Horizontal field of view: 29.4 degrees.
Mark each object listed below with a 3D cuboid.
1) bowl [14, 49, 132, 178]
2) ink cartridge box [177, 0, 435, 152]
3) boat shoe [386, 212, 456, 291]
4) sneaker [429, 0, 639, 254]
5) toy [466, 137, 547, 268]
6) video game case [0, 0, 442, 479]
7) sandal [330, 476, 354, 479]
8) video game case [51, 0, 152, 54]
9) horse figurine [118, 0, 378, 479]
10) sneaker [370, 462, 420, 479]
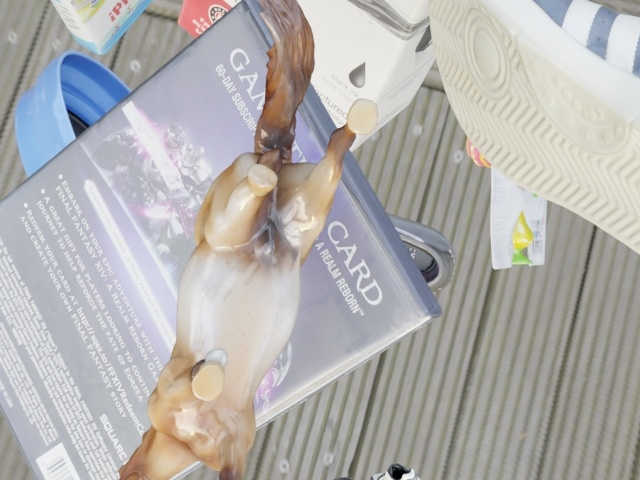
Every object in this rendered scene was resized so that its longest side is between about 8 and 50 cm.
[{"bbox_3d":[-0.215,-0.035,1.423,0.077,0.391,0.391,-30,77,10],"label":"bowl"},{"bbox_3d":[0.019,-0.232,0.968,0.197,0.273,0.114,40,51,9],"label":"ink cartridge box"},{"bbox_3d":[0.000,0.000,1.486,0.335,0.095,0.112,10,97,7],"label":"boat shoe"},{"bbox_3d":[0.203,-0.090,0.748,0.148,0.131,0.350,-23,42,-18],"label":"sneaker"},{"bbox_3d":[0.185,-0.091,1.236,0.056,0.137,0.237,-3,90,32],"label":"toy"},{"bbox_3d":[-0.090,0.025,0.684,0.274,0.026,0.196,-34,78,24],"label":"video game case"},{"bbox_3d":[0.027,0.303,1.324,0.067,0.179,0.040,-32,56,2],"label":"sandal"},{"bbox_3d":[-0.056,-0.143,0.350,0.015,0.166,0.119,31,74,22],"label":"video game case"},{"bbox_3d":[-0.038,0.023,0.556,0.066,0.174,0.263,17,81,-10],"label":"horse figurine"},{"bbox_3d":[0.080,0.253,1.304,0.032,0.083,0.037,-33,106,-33],"label":"sneaker"}]
